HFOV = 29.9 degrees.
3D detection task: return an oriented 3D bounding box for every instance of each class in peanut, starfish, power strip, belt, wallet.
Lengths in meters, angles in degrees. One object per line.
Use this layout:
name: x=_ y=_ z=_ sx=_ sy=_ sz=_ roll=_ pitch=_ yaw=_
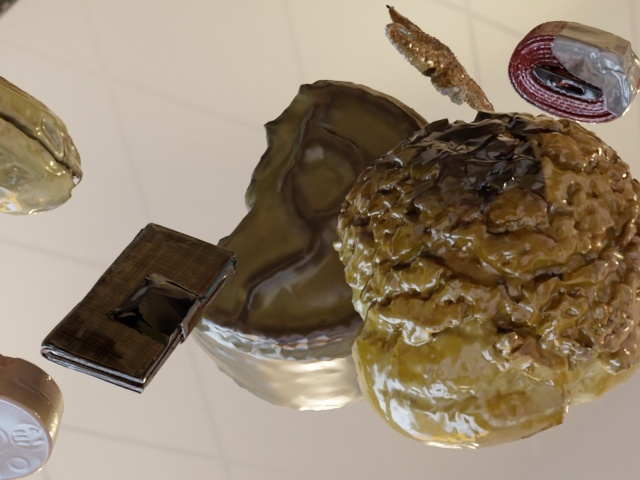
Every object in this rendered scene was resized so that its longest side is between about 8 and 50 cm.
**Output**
peanut: x=-0.342 y=-0.122 z=1.096 sx=0.130 sy=0.290 sz=0.130 roll=-32 pitch=-142 yaw=29
starfish: x=0.155 y=-0.219 z=1.512 sx=0.043 sy=0.240 sz=0.227 roll=-39 pitch=-140 yaw=17
power strip: x=-0.390 y=0.216 z=1.447 sx=0.154 sy=0.154 sz=0.078 roll=-31 pitch=-151 yaw=21
belt: x=0.387 y=-0.254 z=1.827 sx=0.201 sy=0.128 sz=0.124 roll=20 pitch=-150 yaw=14
wallet: x=-0.189 y=0.067 z=1.287 sx=0.124 sy=0.042 sz=0.230 roll=17 pitch=-143 yaw=14

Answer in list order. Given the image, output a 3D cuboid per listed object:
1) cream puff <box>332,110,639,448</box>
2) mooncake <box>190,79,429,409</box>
cream puff: x=0.151 y=0.014 z=1.100 sx=0.327 sy=0.231 sz=0.343 roll=12 pitch=-140 yaw=38
mooncake: x=0.000 y=0.000 z=1.566 sx=0.393 sy=0.246 sz=0.394 roll=-16 pitch=-119 yaw=10
